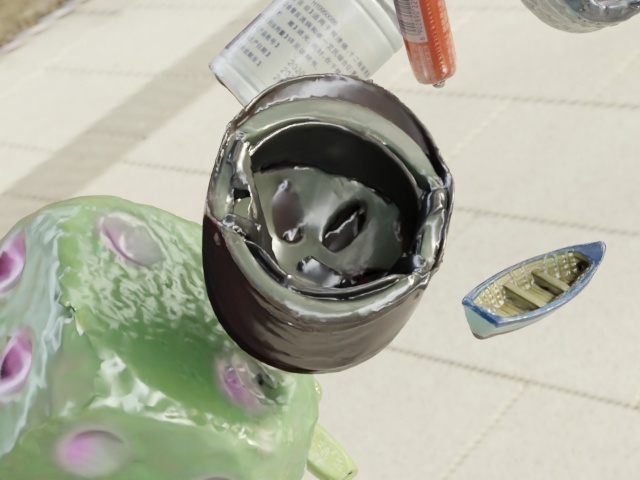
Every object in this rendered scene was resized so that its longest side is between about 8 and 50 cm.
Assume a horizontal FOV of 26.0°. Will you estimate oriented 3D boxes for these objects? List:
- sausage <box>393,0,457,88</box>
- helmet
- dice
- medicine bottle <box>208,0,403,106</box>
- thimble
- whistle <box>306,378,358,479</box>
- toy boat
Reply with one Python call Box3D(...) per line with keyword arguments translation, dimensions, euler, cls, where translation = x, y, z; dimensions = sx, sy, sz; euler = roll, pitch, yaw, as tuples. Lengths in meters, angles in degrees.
Box3D(translation=(0.143, -0.314, 1.928), dimensions=(0.074, 0.274, 0.074), euler=(-10, 43, 9), cls="sausage")
Box3D(translation=(0.000, 0.000, 1.315), dimensions=(0.225, 0.177, 0.305), euler=(15, 45, 0), cls="helmet")
Box3D(translation=(-0.212, 0.173, 1.428), dimensions=(0.322, 0.318, 0.330), euler=(-48, 36, 26), cls="dice")
Box3D(translation=(0.006, -0.316, 2.153), dimensions=(0.332, 0.190, 0.190), euler=(-43, 30, 0), cls="medicine bottle")
Box3D(translation=(0.405, -0.436, 2.098), dimensions=(0.205, 0.236, 0.172), euler=(-16, 2, -10), cls="thimble")
Box3D(translation=(-0.067, 0.230, 1.873), dimensions=(0.141, 0.141, 0.294), euler=(-37, 74, -23), cls="whistle")
Box3D(translation=(0.240, 0.053, 1.507), dimensions=(0.080, 0.046, 0.229), euler=(30, 36, 33), cls="toy boat")
